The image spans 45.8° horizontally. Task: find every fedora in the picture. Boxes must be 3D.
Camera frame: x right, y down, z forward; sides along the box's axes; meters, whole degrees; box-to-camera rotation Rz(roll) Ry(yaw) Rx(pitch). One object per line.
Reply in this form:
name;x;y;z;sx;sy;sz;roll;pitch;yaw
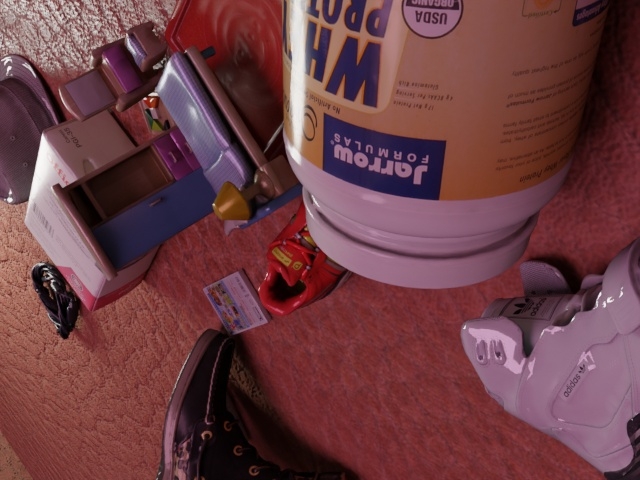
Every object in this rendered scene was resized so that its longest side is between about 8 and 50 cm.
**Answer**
fedora;-0.550;-0.174;1.334;0.243;0.124;0.275;11;123;43

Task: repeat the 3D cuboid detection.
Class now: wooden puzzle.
wooden puzzle;-0.228;-0.178;1.063;0.078;0.014;0.116;0;115;48

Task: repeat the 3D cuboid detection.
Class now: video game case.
video game case;-0.128;0.095;1.146;0.122;0.011;0.087;-25;96;53

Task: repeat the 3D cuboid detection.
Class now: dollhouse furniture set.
dollhouse furniture set;-0.204;-0.109;0.857;0.286;0.198;0.303;59;160;-6

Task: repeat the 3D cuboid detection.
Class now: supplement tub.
supplement tub;0.085;-0.144;0.559;0.228;0.228;0.316;29;134;33

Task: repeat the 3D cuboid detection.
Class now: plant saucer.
plant saucer;-0.071;-0.217;0.832;0.259;0.048;0.258;52;143;6

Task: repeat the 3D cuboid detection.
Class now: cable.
cable;-0.585;0.134;1.655;0.150;0.047;0.184;42;141;20

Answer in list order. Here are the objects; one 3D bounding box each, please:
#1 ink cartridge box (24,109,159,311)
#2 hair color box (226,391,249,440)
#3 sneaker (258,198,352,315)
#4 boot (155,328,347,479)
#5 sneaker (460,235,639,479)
ink cartridge box;-0.359;-0.041;1.219;0.207;0.117;0.283;52;143;8
hair color box;-0.186;0.301;1.307;0.043;0.072;0.141;-7;109;50
sneaker;0.000;0.000;0.846;0.107;0.118;0.279;43;141;17
boot;-0.100;0.344;1.162;0.284;0.377;0.138;10;171;11
sneaker;0.231;0.053;0.608;0.210;0.137;0.366;25;135;32
